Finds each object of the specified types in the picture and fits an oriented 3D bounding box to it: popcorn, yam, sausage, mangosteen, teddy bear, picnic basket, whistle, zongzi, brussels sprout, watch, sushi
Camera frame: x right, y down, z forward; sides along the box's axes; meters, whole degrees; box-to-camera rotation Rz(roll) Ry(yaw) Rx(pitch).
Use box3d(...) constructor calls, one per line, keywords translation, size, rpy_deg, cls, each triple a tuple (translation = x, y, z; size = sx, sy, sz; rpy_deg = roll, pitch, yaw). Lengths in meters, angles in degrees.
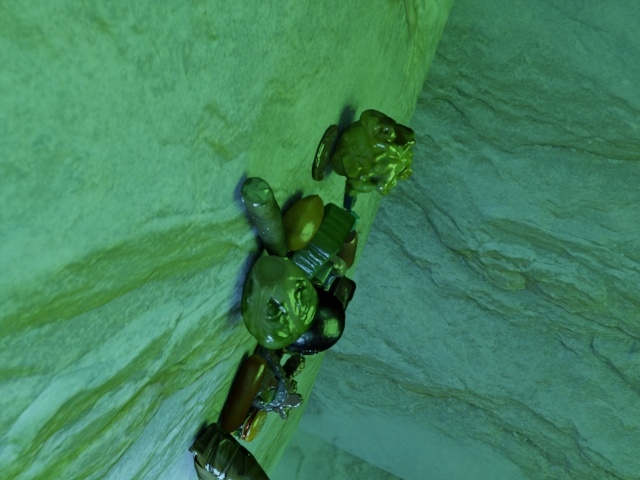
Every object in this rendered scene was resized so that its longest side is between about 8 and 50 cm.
box3d(translation=(0.191, -0.299, 1.626), size=(0.312, 0.312, 0.312), rpy_deg=(22, 90, -78), cls="popcorn")
box3d(translation=(-0.130, -0.045, 1.131), size=(0.371, 0.083, 0.083), rpy_deg=(85, 29, -70), cls="yam")
box3d(translation=(-0.262, 0.524, 1.536), size=(0.089, 0.083, 0.300), rpy_deg=(-74, -174, -85), cls="sausage")
box3d(translation=(-0.046, 0.271, 1.644), size=(0.288, 0.288, 0.288), rpy_deg=(22, 90, -78), cls="mangosteen")
box3d(translation=(-0.141, 0.555, 1.798), size=(0.296, 0.246, 0.222), rpy_deg=(-57, 144, 5), cls="teddy bear")
box3d(translation=(0.020, 0.257, 2.112), size=(0.297, 0.222, 0.129), rpy_deg=(-62, 144, -29), cls="picnic basket")
box3d(translation=(0.108, -0.061, 2.146), size=(0.186, 0.093, 0.274), rpy_deg=(-42, -172, 47), cls="whistle")
box3d(translation=(-0.259, 0.728, 1.403), size=(0.134, 0.288, 0.286), rpy_deg=(-51, 160, -39), cls="zongzi")
box3d(translation=(0.126, 0.052, 2.349), size=(0.304, 0.121, 0.121), rpy_deg=(93, 22, -55), cls="sausage")
box3d(translation=(-0.116, 0.161, 1.257), size=(0.219, 0.210, 0.271), rpy_deg=(-33, 142, -28), cls="brussels sprout")
box3d(translation=(-0.013, 0.167, 1.927), size=(0.241, 0.161, 0.253), rpy_deg=(-54, 164, -7), cls="watch")
box3d(translation=(-0.209, 0.496, 1.641), size=(0.161, 0.241, 0.107), rpy_deg=(-30, 171, 4), cls="sushi")

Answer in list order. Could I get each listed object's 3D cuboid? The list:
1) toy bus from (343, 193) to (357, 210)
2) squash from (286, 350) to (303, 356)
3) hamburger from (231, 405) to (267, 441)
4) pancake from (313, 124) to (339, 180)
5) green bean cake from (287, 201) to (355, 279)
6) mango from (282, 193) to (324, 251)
box3d(translation=(0.142, -0.206, 2.132), size=(0.061, 0.051, 0.153), rpy_deg=(-56, 164, -27), cls="toy bus")
box3d(translation=(-0.110, 0.433, 1.995), size=(0.170, 0.123, 0.170), rpy_deg=(-55, 162, -29), cls="squash")
box3d(translation=(-0.267, 0.666, 1.684), size=(0.162, 0.115, 0.162), rpy_deg=(-61, 166, -27), cls="hamburger")
box3d(translation=(0.018, -0.285, 1.502), size=(0.190, 0.020, 0.184), rpy_deg=(100, 15, -45), cls="pancake")
box3d(translation=(0.000, 0.000, 1.559), size=(0.222, 0.125, 0.248), rpy_deg=(-49, -175, 44), cls="green bean cake")
box3d(translation=(-0.048, -0.065, 1.374), size=(0.147, 0.109, 0.227), rpy_deg=(100, 16, -46), cls="mango")
